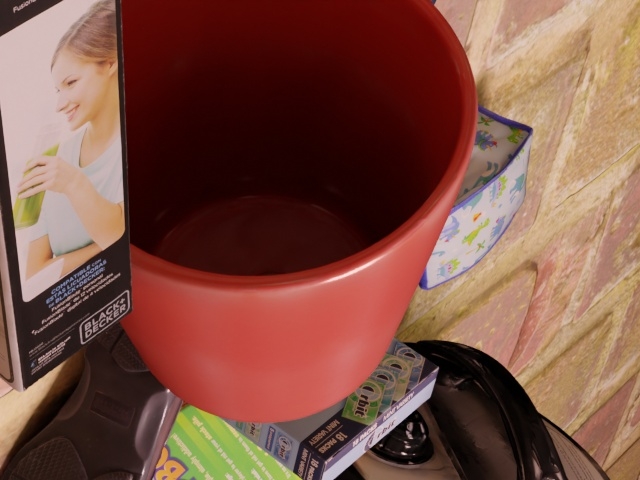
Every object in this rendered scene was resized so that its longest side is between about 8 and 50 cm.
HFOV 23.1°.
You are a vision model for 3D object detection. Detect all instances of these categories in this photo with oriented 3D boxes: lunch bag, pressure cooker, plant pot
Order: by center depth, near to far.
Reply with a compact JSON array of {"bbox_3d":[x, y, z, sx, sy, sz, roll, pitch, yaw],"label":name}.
[{"bbox_3d":[-0.038,-0.019,1.039,0.275,0.275,0.243,-44,157,-26],"label":"plant pot"},{"bbox_3d":[0.137,-0.039,1.543,0.151,0.096,0.129,-56,158,-27],"label":"lunch bag"},{"bbox_3d":[0.107,0.323,1.576,0.375,0.370,0.420,-24,143,-59],"label":"pressure cooker"}]

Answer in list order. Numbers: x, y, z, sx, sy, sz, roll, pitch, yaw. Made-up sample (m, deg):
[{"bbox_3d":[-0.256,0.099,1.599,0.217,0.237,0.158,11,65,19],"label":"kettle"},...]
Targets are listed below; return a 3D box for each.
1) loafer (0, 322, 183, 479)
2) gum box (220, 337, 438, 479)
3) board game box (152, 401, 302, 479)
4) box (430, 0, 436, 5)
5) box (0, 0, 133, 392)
[{"bbox_3d":[-0.158,0.154,1.217,0.302,0.109,0.095,-62,160,5],"label":"loafer"},{"bbox_3d":[-0.021,0.107,1.314,0.157,0.184,0.041,-34,148,-42],"label":"gum box"},{"bbox_3d":[-0.073,0.177,1.370,0.259,0.039,0.124,-32,112,-30],"label":"board game box"},{"bbox_3d":[-0.006,-0.109,1.246,0.159,0.044,0.233,-4,123,-61],"label":"box"},{"bbox_3d":[-0.185,-0.077,0.799,0.087,0.169,0.290,-37,151,-33],"label":"box"}]
